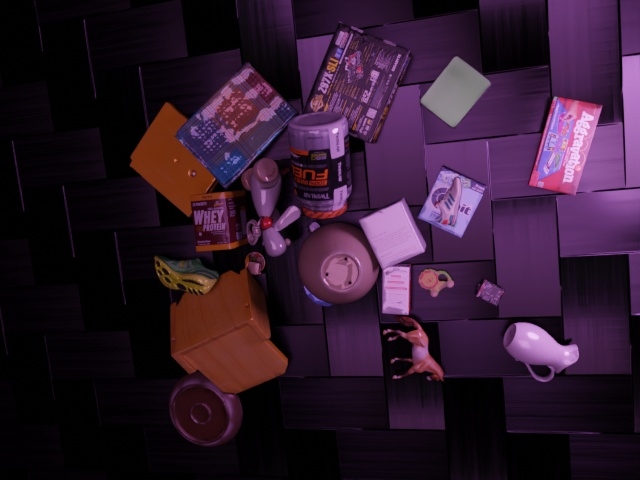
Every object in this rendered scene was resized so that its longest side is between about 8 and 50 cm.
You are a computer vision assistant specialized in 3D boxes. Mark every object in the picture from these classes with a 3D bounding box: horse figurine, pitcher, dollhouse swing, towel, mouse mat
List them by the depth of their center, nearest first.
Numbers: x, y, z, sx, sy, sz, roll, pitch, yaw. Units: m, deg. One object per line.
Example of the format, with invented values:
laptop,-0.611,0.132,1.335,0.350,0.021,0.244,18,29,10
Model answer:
mouse mat,0.433,-0.478,1.832,0.153,0.007,0.189,40,106,6
pitcher,0.692,0.367,1.842,0.207,0.125,0.177,24,119,-2
horse figurine,0.317,0.374,1.956,0.175,0.066,0.263,-9,98,21
towel,-0.295,-0.401,1.976,0.370,0.040,0.271,-45,87,5
dollhouse swing,-0.321,0.344,2.112,0.347,0.305,0.315,-27,49,16

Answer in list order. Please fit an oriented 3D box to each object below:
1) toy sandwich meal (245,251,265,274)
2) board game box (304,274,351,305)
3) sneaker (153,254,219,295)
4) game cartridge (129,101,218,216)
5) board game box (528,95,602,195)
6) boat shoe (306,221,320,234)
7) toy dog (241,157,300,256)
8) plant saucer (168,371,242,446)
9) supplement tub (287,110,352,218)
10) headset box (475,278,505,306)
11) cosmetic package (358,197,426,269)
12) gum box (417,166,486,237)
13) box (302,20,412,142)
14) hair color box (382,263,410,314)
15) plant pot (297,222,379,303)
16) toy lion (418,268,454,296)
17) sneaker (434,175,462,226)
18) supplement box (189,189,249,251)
toy sandwich meal,-0.241,0.084,2.070,0.086,0.029,0.085,2,99,14
board game box,0.025,0.145,2.013,0.133,0.033,0.168,42,98,6
sneaker,-0.498,0.122,2.105,0.296,0.123,0.109,18,123,29
game cartridge,-0.512,-0.294,2.076,0.324,0.053,0.285,41,105,8
board game box,0.758,-0.293,1.768,0.145,0.027,0.281,14,101,10
boat shoe,0.000,0.000,1.994,0.040,0.049,0.142,-21,102,51
toy dog,-0.153,-0.128,1.952,0.220,0.161,0.333,27,125,54
plant saucer,-0.457,0.663,2.201,0.311,0.050,0.310,2,99,15
supplement tub,0.003,-0.243,1.847,0.194,0.193,0.315,1,119,14
headset box,0.558,0.171,1.883,0.083,0.032,0.062,26,103,10
cosmetic package,0.240,-0.025,1.871,0.151,0.151,0.183,-24,92,15
gum box,0.431,-0.125,1.866,0.157,0.041,0.184,26,104,9
box,0.118,-0.514,1.869,0.257,0.079,0.321,25,103,11
hair color box,0.260,0.165,1.946,0.093,0.053,0.167,2,100,15
plant pot,0.062,0.088,1.879,0.284,0.191,0.283,0,96,0
toy lion,0.387,0.135,1.923,0.100,0.034,0.096,-33,82,16
sneaker,0.406,-0.127,1.819,0.075,0.057,0.161,8,103,7
supplement box,-0.346,-0.073,1.989,0.129,0.191,0.194,-4,96,15
